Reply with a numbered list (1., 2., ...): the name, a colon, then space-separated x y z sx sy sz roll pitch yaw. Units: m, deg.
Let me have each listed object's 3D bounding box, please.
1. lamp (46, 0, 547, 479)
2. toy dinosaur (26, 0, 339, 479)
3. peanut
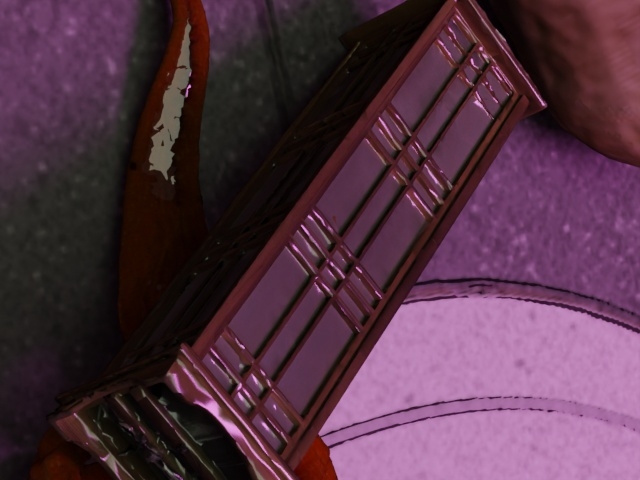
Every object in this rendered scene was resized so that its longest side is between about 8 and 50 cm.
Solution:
1. lamp: 0.000 0.000 0.919 0.089 0.090 0.325 53 42 -16
2. toy dinosaur: -0.069 0.084 0.938 0.208 0.097 0.432 -26 104 -40
3. peanut: 0.162 -0.137 1.059 0.129 0.129 0.224 -41 110 -25
